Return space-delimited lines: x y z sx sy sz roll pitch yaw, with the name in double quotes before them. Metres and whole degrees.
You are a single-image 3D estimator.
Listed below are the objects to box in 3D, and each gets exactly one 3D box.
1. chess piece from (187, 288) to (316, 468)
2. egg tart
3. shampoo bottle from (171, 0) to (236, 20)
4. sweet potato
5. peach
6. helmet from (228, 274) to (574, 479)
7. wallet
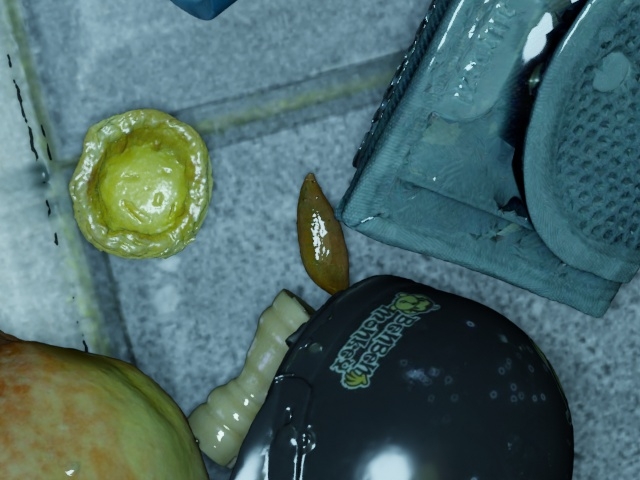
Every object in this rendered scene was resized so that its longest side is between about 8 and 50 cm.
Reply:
"chess piece" -0.040 0.098 1.175 0.066 0.066 0.122 40 92 -19
"egg tart" -0.120 -0.038 1.137 0.105 0.039 0.105 -3 102 -15
"shampoo bottle" -0.030 -0.354 0.945 0.342 0.331 0.331 -39 109 -6
"sweet potato" 0.000 0.000 1.184 0.034 0.034 0.095 -17 95 -12
"peach" -0.183 0.169 1.071 0.232 0.232 0.257 -26 69 -10
"helmet" 0.072 0.153 1.112 0.279 0.160 0.231 -45 132 -45
"wallet" 0.182 -0.120 1.138 0.237 0.075 0.342 19 108 -25
